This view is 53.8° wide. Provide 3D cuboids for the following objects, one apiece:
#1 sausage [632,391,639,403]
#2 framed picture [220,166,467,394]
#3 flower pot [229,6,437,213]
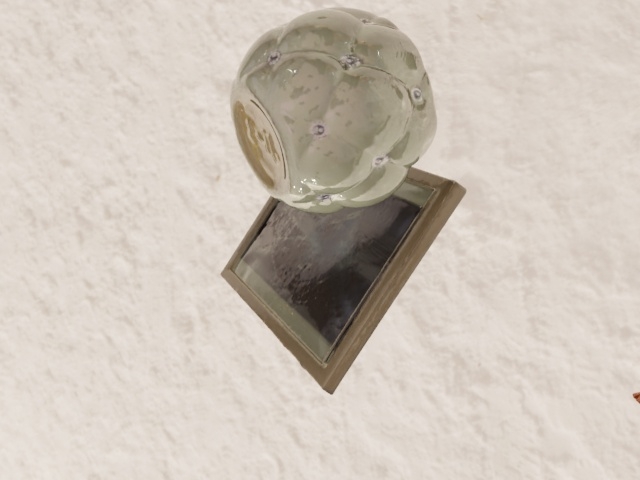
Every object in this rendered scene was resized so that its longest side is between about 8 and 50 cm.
[{"bbox_3d":[0.421,0.039,0.552,0.348,0.053,0.053,-45,77,18],"label":"sausage"},{"bbox_3d":[0.000,0.000,1.002,0.326,0.028,0.446,-57,31,0],"label":"framed picture"},{"bbox_3d":[0.010,-0.151,0.756,0.246,0.195,0.246,49,156,32],"label":"flower pot"}]
